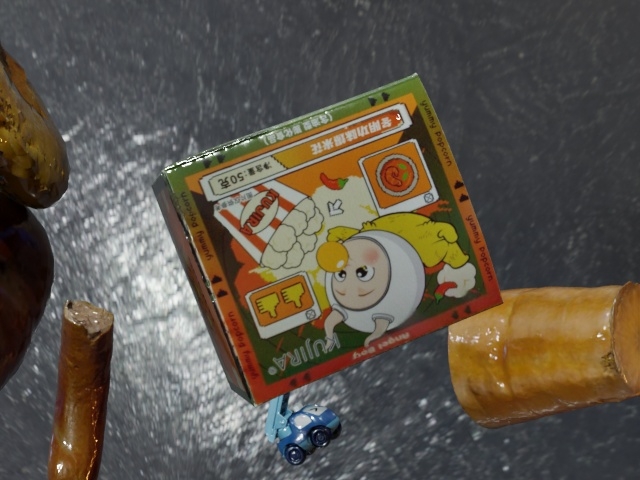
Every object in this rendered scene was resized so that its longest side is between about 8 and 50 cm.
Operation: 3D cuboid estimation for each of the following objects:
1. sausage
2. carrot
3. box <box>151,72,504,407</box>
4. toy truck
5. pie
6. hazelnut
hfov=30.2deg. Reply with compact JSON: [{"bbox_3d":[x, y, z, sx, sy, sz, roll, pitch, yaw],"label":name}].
[{"bbox_3d":[-0.338,0.220,1.672,0.076,0.103,0.302,8,110,-2],"label":"sausage"},{"bbox_3d":[0.310,0.138,1.525,0.196,0.254,0.196,15,70,-46],"label":"carrot"},{"bbox_3d":[0.000,0.000,0.866,0.195,0.148,0.177,-21,93,-11],"label":"box"},{"bbox_3d":[-0.026,0.186,1.261,0.073,0.056,0.090,-35,86,15],"label":"toy truck"},{"bbox_3d":[-0.261,-0.138,0.884,0.069,0.273,0.273,-29,79,-12],"label":"pie"},{"bbox_3d":[-0.293,0.040,0.887,0.204,0.178,0.178,-28,78,-32],"label":"hazelnut"}]
